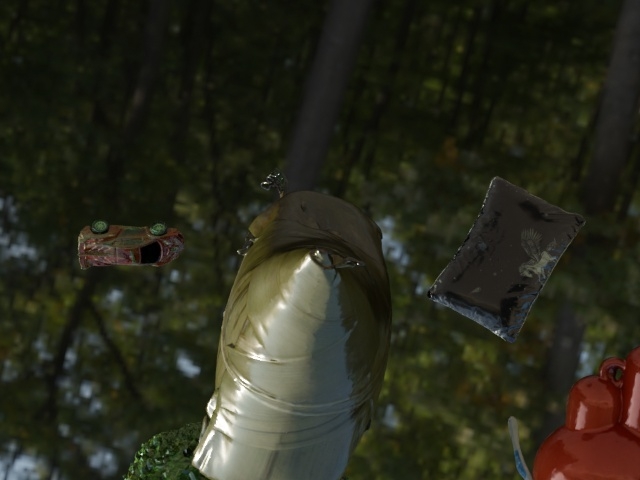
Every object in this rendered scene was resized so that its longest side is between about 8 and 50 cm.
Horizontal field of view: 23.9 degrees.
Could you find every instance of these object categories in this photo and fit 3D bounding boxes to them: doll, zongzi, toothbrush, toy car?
[{"bbox_3d":[0.301,0.244,1.564,0.161,0.290,0.130,8,-172,8],"label":"doll"},{"bbox_3d":[0.000,0.000,1.556,0.181,0.418,0.447,10,-131,-3],"label":"zongzi"},{"bbox_3d":[0.220,0.240,1.637,0.017,0.014,0.162,18,-154,-9],"label":"toothbrush"},{"bbox_3d":[-0.219,0.008,1.753,0.122,0.059,0.035,3,-135,-3],"label":"toy car"}]

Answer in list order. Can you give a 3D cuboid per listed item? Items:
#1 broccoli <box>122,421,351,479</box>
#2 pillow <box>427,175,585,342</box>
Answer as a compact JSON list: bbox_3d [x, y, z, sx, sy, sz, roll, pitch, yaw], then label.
[{"bbox_3d":[-0.095,0.394,1.706,0.413,0.321,0.310,57,-170,-17],"label":"broccoli"},{"bbox_3d":[0.251,0.023,2.036,0.141,0.208,0.055,28,161,9],"label":"pillow"}]
